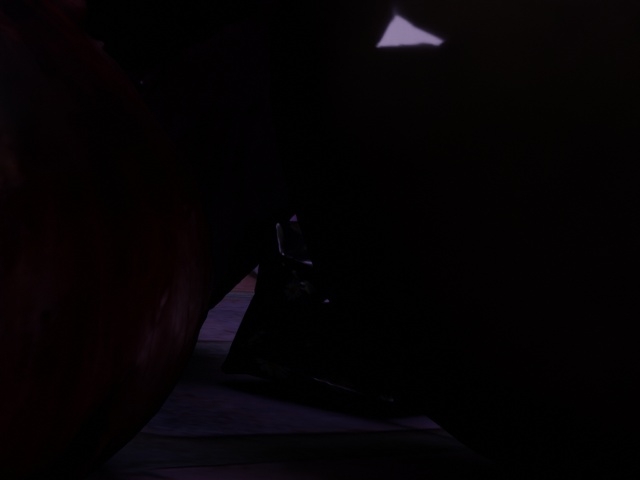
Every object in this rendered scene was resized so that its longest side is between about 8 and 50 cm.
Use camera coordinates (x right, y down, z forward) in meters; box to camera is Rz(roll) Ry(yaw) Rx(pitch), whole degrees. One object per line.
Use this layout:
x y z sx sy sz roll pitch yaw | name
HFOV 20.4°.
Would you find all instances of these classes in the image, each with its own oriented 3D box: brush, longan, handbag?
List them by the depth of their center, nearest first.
0.126 -0.044 0.628 0.297 0.297 0.297 9 3 -1 | longan
-0.022 -0.132 0.673 0.071 0.084 0.301 32 29 9 | brush
0.045 0.042 0.781 0.139 0.072 0.115 16 4 29 | handbag

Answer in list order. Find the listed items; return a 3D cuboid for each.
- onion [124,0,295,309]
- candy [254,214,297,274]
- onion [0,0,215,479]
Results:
-0.073 -0.100 0.760 0.159 0.348 0.267 29 22 25 | onion
0.000 0.000 1.326 0.092 0.073 0.160 10 3 -13 | candy
-0.141 -0.039 0.490 0.272 0.195 0.272 26 9 -4 | onion
